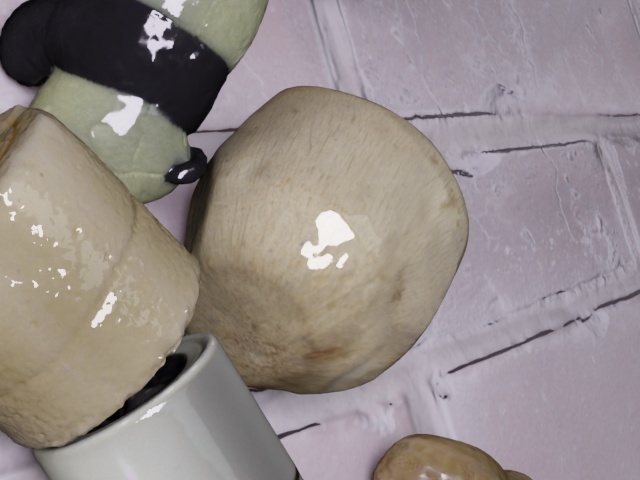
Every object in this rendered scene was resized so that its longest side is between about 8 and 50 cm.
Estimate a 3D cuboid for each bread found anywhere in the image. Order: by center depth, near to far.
[{"bbox_3d":[-0.162,0.020,0.610,0.148,0.134,0.141,-50,117,-15],"label":"bread"}]

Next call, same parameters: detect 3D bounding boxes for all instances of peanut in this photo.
[{"bbox_3d":[0.133,0.222,0.936,0.228,0.104,0.085,32,90,-42],"label":"peanut"}]

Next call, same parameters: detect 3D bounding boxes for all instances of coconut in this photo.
[{"bbox_3d":[0.000,0.000,0.787,0.224,0.224,0.224,27,54,-43],"label":"coconut"}]

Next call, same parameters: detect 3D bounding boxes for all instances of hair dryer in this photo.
[{"bbox_3d":[-0.123,0.222,0.580,0.203,0.128,0.362,61,38,-12],"label":"hair dryer"}]

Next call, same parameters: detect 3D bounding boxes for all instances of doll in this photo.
[{"bbox_3d":[-0.118,-0.129,0.727,0.143,0.135,0.234,31,86,-36],"label":"doll"}]
